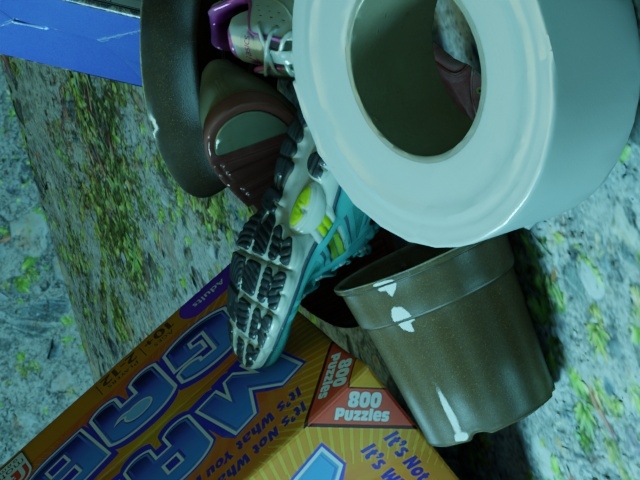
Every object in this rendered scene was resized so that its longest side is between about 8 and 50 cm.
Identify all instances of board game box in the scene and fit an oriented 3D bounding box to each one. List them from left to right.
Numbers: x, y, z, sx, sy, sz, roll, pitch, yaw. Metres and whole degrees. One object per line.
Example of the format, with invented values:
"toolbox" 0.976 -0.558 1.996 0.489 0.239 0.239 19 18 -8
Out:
"board game box" -0.254 -0.341 1.914 0.141 0.232 0.291 113 170 -62
"board game box" -0.059 0.305 1.761 0.356 0.356 0.356 52 171 -26

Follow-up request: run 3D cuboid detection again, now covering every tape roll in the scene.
"tape roll" 0.103 -0.141 1.354 0.286 0.100 0.286 21 119 44

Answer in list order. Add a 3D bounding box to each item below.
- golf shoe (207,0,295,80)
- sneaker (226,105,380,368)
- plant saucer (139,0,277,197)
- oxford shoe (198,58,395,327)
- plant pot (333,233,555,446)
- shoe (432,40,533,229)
"golf shoe" -0.003 -0.181 1.690 0.306 0.140 0.115 37 139 57
"sneaker" 0.000 0.000 1.613 0.275 0.110 0.107 -64 33 13
"plant saucer" -0.106 -0.199 1.866 0.310 0.050 0.310 1 -90 -71
"oxford shoe" -0.017 -0.050 1.806 0.348 0.123 0.130 61 -175 -41
"plant pot" 0.119 0.084 1.572 0.165 0.167 0.167 67 161 -6
"shoe" 0.132 -0.092 1.509 0.178 0.081 0.063 40 -179 6
